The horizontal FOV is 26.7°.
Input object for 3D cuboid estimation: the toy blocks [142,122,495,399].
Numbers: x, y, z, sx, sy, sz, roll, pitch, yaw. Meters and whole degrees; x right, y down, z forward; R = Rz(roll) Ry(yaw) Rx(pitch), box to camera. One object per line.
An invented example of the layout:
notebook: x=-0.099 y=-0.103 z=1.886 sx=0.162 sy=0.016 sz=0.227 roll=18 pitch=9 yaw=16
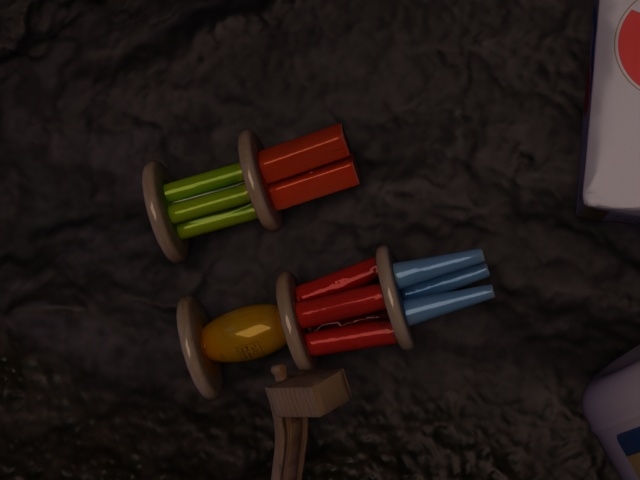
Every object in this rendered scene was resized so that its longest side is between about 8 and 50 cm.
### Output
toy blocks: x=0.000 y=0.000 z=0.648 sx=0.148 sy=0.054 sz=0.123 roll=-15 pitch=85 yaw=8

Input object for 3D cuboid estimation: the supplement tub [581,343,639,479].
supplement tub: x=0.218 y=0.115 z=0.563 sx=0.144 sy=0.144 sz=0.199 roll=-31 pitch=83 yaw=6

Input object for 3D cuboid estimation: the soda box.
soda box: x=0.161 y=-0.115 z=0.620 sx=0.069 sy=0.074 sz=0.216 roll=4 pitch=87 yaw=9

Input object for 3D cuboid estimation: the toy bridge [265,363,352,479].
toy bridge: x=0.006 y=0.146 z=0.635 sx=0.063 sy=0.026 sz=0.188 roll=-8 pitch=101 yaw=44
